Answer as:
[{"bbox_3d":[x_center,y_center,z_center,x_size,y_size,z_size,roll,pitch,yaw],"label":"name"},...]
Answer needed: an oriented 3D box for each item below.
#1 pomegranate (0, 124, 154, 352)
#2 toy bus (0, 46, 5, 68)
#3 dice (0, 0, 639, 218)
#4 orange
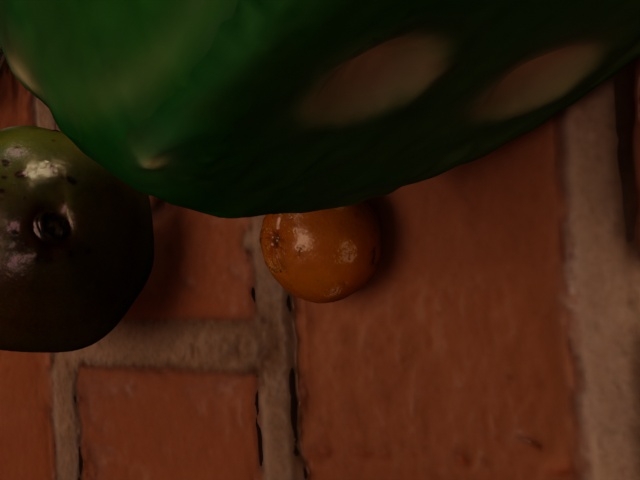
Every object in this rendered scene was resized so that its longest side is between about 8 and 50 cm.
[{"bbox_3d":[-0.219,0.002,0.907,0.209,0.180,0.180,156,106,-76],"label":"pomegranate"},{"bbox_3d":[-0.444,-0.257,1.029,0.365,0.202,0.177,36,112,20],"label":"toy bus"},{"bbox_3d":[0.008,-0.197,0.582,0.287,0.300,0.297,-43,66,40],"label":"dice"},{"bbox_3d":[0.000,0.000,0.754,0.083,0.070,0.083,4,96,48],"label":"orange"}]
